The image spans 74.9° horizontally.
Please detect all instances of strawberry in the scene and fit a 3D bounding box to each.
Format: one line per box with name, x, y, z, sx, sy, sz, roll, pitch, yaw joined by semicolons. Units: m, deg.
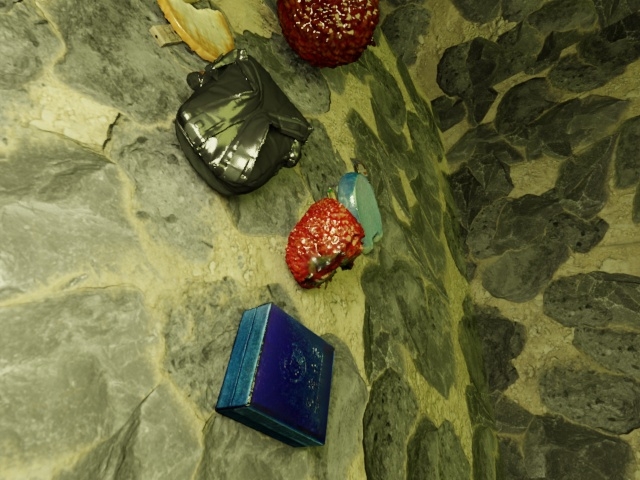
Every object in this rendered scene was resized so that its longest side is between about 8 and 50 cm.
strawberry;0.000;0.001;1.270;0.257;0.261;0.261;54;30;12

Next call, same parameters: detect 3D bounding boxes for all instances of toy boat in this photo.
toy boat;0.146;-0.115;1.708;0.215;0.123;0.329;-44;119;-51

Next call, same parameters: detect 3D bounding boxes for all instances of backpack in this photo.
backpack;-0.211;-0.308;1.151;0.363;0.255;0.445;46;40;-20

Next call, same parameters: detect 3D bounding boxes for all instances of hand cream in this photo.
hand cream;0.190;-0.316;1.942;0.062;0.039;0.163;-15;81;-42

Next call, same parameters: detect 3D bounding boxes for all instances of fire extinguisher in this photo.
fire extinguisher;-0.332;-0.494;1.267;0.062;0.050;0.177;62;31;-13

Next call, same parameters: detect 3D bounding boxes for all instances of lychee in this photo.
lychee;0.056;-0.946;1.770;0.500;0.425;0.424;8;62;-31

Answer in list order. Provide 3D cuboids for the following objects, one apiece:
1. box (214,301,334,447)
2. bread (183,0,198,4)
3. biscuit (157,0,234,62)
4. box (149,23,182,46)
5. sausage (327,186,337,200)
box;-0.092;0.339;1.045;0.279;0.116;0.261;44;38;-35
bread;-0.413;-0.799;1.303;0.083;0.094;0.157;58;25;-6
biscuit;-0.367;-0.651;1.311;0.204;0.040;0.309;63;27;-6
box;-0.439;-0.583;1.188;0.053;0.024;0.083;56;35;-16
sausage;0.072;-0.084;1.622;0.033;0.033;0.268;2;69;-56
